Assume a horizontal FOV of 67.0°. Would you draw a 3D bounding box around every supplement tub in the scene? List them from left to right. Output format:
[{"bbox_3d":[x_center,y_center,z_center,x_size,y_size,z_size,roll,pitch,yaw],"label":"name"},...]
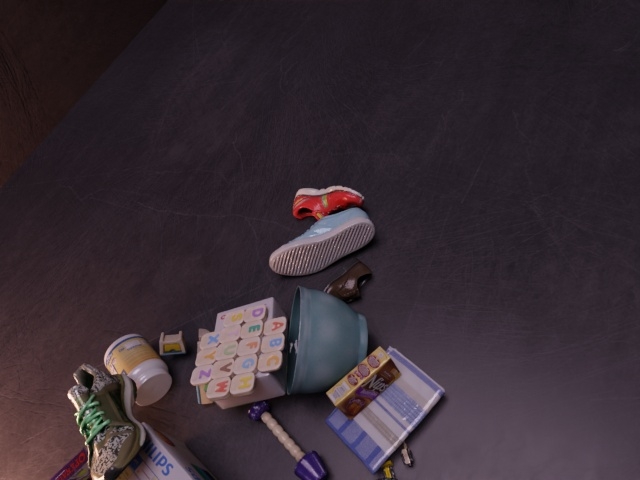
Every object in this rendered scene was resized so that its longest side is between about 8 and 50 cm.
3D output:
[{"bbox_3d":[-0.572,0.405,1.522,0.199,0.144,0.144,34,74,35],"label":"supplement tub"}]

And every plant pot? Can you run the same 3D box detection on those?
[{"bbox_3d":[0.019,0.279,1.335,0.196,0.293,0.293,6,56,-8],"label":"plant pot"}]

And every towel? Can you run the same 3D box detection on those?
[{"bbox_3d":[0.169,0.439,1.284,0.285,0.034,0.209,-45,45,-12],"label":"towel"}]

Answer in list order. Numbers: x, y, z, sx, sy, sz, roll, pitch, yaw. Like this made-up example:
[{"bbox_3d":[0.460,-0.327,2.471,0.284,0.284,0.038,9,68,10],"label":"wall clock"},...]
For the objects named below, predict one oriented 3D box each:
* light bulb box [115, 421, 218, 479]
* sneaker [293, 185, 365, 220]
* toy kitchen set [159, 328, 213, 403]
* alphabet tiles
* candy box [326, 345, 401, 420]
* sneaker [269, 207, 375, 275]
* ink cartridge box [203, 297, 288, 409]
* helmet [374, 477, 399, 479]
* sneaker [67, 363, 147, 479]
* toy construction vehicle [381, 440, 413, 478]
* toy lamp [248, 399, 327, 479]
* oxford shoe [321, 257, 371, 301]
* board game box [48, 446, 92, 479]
[{"bbox_3d":[-0.416,0.729,1.198,0.357,0.225,0.361,29,69,33],"label":"light bulb box"},{"bbox_3d":[0.027,-0.115,1.694,0.278,0.107,0.119,-1,61,32],"label":"sneaker"},{"bbox_3d":[-0.416,0.389,1.489,0.165,0.122,0.207,-4,31,-9],"label":"toy kitchen set"},{"bbox_3d":[-0.228,0.303,1.343,0.277,0.021,0.284,-14,41,16],"label":"alphabet tiles"},{"bbox_3d":[0.116,0.375,1.266,0.186,0.109,0.053,-41,45,-7],"label":"candy box"},{"bbox_3d":[0.000,0.000,1.617,0.365,0.135,0.150,-20,33,4],"label":"sneaker"},{"bbox_3d":[-0.210,0.325,1.420,0.201,0.117,0.278,-17,40,13],"label":"ink cartridge box"},{"bbox_3d":[0.153,0.634,1.106,0.169,0.169,0.162,7,77,24],"label":"helmet"},{"bbox_3d":[-0.571,0.450,1.224,0.158,0.182,0.410,-46,31,-8],"label":"sneaker"},{"bbox_3d":[0.190,0.548,1.225,0.085,0.035,0.098,-29,49,13],"label":"toy construction vehicle"},{"bbox_3d":[-0.089,0.542,1.298,0.274,0.080,0.080,34,73,34],"label":"toy lamp"},{"bbox_3d":[0.072,0.158,1.497,0.096,0.083,0.227,36,76,30],"label":"oxford shoe"},{"bbox_3d":[-0.675,0.701,1.296,0.347,0.208,0.056,-43,57,-1],"label":"board game box"}]
